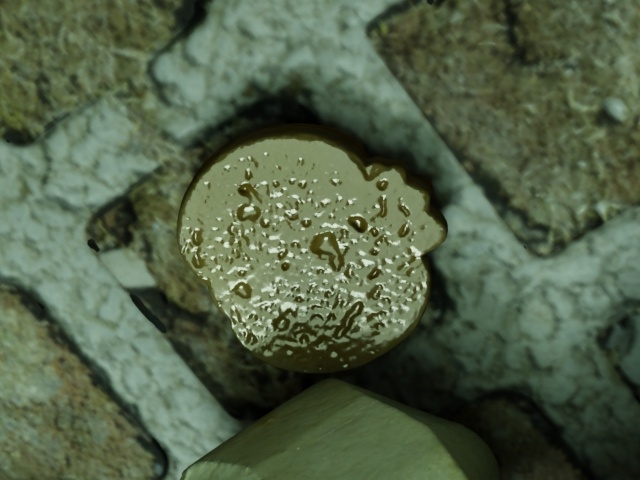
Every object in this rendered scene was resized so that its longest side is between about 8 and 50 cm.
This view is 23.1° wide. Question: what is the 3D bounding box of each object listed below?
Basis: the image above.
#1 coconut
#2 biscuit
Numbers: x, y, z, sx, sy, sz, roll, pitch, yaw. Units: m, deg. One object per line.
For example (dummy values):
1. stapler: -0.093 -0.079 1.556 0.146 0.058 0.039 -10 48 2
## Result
1. coconut: 0.020 0.190 1.000 0.202 0.222 0.202 38 141 39
2. biscuit: 0.000 -0.001 0.990 0.170 0.050 0.170 2 112 5
